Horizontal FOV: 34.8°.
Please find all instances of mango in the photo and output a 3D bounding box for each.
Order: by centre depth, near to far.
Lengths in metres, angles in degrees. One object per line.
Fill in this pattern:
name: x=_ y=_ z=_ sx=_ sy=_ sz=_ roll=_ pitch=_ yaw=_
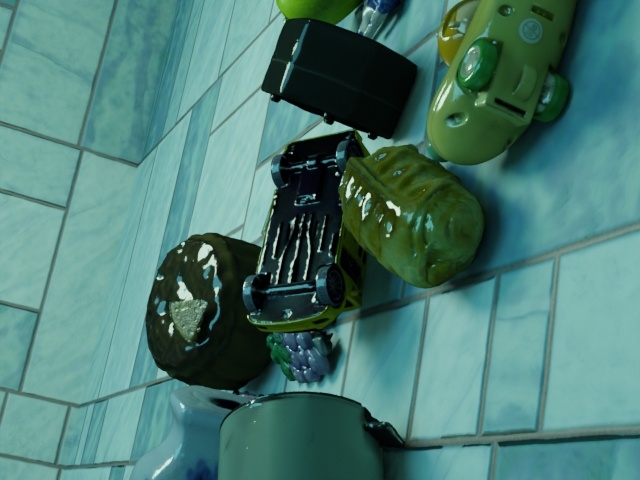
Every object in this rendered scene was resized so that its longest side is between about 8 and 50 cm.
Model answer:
mango: x=0.052 y=-0.520 z=1.831 sx=0.343 sy=0.156 sz=0.192 roll=-45 pitch=1 yaw=27

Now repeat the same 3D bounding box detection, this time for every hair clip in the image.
hair clip: x=-0.035 y=0.170 z=1.646 sx=0.195 sy=0.052 sz=0.124 roll=-21 pitch=88 yaw=60

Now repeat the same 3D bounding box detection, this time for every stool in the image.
stool: x=0.027 y=-0.255 z=1.615 sx=0.141 sy=0.232 sz=0.232 roll=-68 pitch=21 yaw=4

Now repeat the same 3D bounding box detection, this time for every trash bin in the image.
trash bin: x=-0.025 y=0.354 z=1.270 sx=0.277 sy=0.217 sz=0.262 roll=-18 pitch=48 yaw=19

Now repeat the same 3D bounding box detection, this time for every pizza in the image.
pizza: x=-0.217 y=0.131 z=1.751 sx=0.078 sy=0.025 sz=0.083 roll=-31 pitch=74 yaw=15

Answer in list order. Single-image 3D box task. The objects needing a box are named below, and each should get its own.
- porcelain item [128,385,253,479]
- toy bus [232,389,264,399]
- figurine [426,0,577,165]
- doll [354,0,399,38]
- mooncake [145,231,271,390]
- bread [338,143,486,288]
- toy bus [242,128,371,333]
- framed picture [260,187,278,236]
porcelain item: x=-0.197 y=0.448 z=1.611 sx=0.178 sy=0.242 sz=0.405 roll=-99 pitch=25 yaw=-86
toy bus: x=-0.150 y=0.318 z=1.836 sx=0.203 sy=0.063 sz=0.090 roll=151 pitch=129 yaw=-64
figurine: x=0.220 y=-0.247 z=1.265 sx=0.324 sy=0.124 sz=0.222 roll=-72 pitch=17 yaw=-5
doll: x=0.106 y=-0.412 z=1.764 sx=0.227 sy=0.057 sz=0.114 roll=130 pitch=157 yaw=-64
mooncake: x=-0.201 y=0.130 z=1.875 sx=0.290 sy=0.161 sz=0.290 roll=-21 pitch=60 yaw=42
bread: x=0.120 y=-0.033 z=1.333 sx=0.152 sy=0.130 sz=0.267 roll=-65 pitch=23 yaw=12
toy bus: x=0.000 y=0.000 z=1.529 sx=0.145 sy=0.151 sz=0.331 roll=-8 pitch=55 yaw=28
framed picture: x=-0.067 y=-0.082 z=2.006 sx=0.183 sy=0.011 sz=0.142 roll=-71 pitch=21 yaw=6
